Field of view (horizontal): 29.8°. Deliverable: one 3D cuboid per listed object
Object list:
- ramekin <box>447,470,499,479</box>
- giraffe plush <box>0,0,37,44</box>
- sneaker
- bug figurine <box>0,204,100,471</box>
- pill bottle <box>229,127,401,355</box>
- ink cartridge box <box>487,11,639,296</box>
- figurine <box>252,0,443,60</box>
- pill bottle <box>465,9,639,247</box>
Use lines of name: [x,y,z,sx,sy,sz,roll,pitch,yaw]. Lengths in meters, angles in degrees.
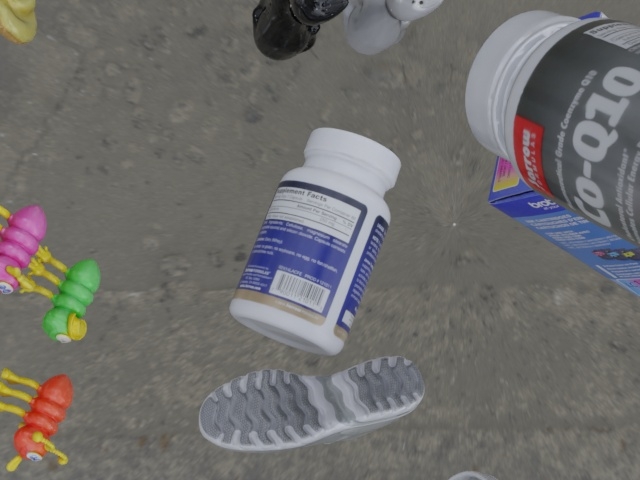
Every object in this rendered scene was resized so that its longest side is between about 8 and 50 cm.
ramekin: [0.182,0.355,1.259,0.109,0.207,0.207,18,93,-18]
giraffe plush: [-0.219,-0.194,0.642,0.210,0.170,0.181,32,101,26]
sneaker: [-0.011,0.224,1.503,0.281,0.115,0.105,-5,58,-10]
bug figurine: [-0.282,0.084,1.106,0.072,0.279,0.216,9,66,23]
pill bottle: [0.000,0.000,1.528,0.153,0.153,0.265,21,78,6]
ink cartridge box: [0.389,-0.122,1.647,0.395,0.151,0.270,30,64,-33]
figurine: [0.037,-0.301,1.585,0.215,0.209,0.092,-6,91,-17]
pill bottle: [0.252,-0.087,0.967,0.161,0.283,0.161,-14,119,-27]
